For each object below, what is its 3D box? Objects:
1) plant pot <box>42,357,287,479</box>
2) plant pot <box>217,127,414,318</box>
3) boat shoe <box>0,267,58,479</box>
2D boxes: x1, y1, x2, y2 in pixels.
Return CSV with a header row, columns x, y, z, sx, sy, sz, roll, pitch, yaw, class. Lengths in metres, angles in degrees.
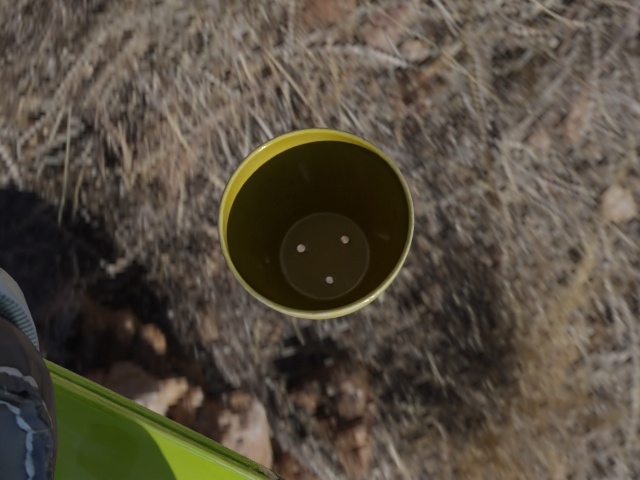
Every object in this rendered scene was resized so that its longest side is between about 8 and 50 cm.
x,y,z,sx,sy,sz,roll,pitch,yaw,class
-0.161,0.182,1.056,0.228,0.227,0.207,27,85,-1,plant pot
0.000,0.000,1.296,0.134,0.095,0.134,-1,73,4,plant pot
-0.097,0.108,0.349,0.081,0.069,0.228,4,123,-39,boat shoe
